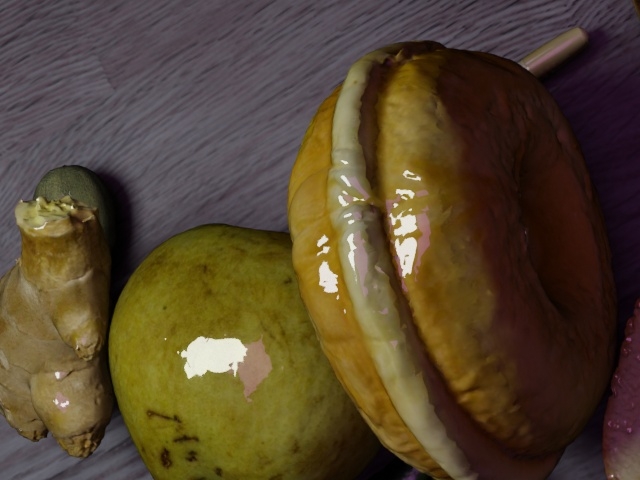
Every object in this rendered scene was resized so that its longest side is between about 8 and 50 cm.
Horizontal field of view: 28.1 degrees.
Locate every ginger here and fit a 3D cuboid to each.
[{"bbox_3d":[-0.297,0.104,1.355,0.166,0.375,0.236,5,73,-7],"label":"ginger"}]

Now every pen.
[{"bbox_3d":[0.187,-0.156,1.373,0.233,0.040,0.032,-33,76,17],"label":"pen"}]

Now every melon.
[{"bbox_3d":[-0.284,-0.024,1.479,0.098,0.098,0.131,-14,86,16],"label":"melon"}]

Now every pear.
[{"bbox_3d":[-0.063,0.137,1.293,0.304,0.304,0.304,-1,85,18],"label":"pear"}]

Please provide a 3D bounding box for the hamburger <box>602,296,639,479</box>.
[{"bbox_3d":[0.371,0.180,1.205,0.162,0.209,0.330,5,51,27],"label":"hamburger"}]

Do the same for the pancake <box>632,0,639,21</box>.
[{"bbox_3d":[0.405,-0.218,1.296,0.212,0.056,0.257,16,85,13],"label":"pancake"}]

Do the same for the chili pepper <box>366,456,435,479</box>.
[{"bbox_3d":[0.171,0.316,1.309,0.148,0.116,0.264,-43,75,-2],"label":"chili pepper"}]

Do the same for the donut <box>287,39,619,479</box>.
[{"bbox_3d":[0.134,0.020,1.166,0.198,0.449,0.449,-19,80,28],"label":"donut"}]
